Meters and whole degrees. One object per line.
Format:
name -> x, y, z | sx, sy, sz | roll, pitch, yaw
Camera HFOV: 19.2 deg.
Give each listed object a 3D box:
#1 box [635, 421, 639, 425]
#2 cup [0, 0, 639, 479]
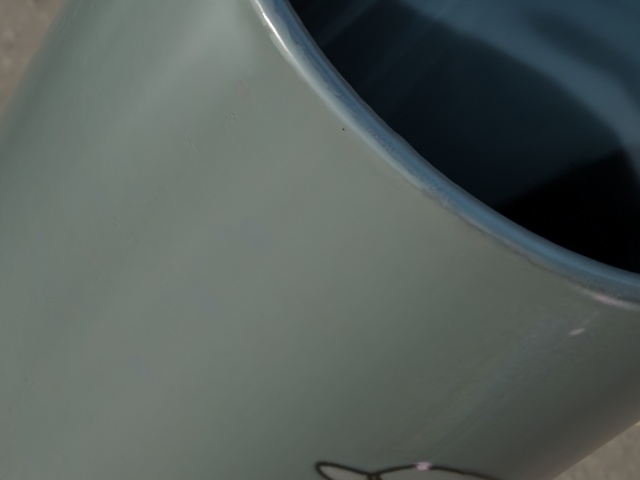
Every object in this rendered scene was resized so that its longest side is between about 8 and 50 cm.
box -> 0.128, 0.002, 1.056 | 0.214, 0.069, 0.353 | 2, 21, 20
cup -> 0.000, 0.000, 0.570 | 0.312, 0.205, 0.205 | -49, 8, 48
